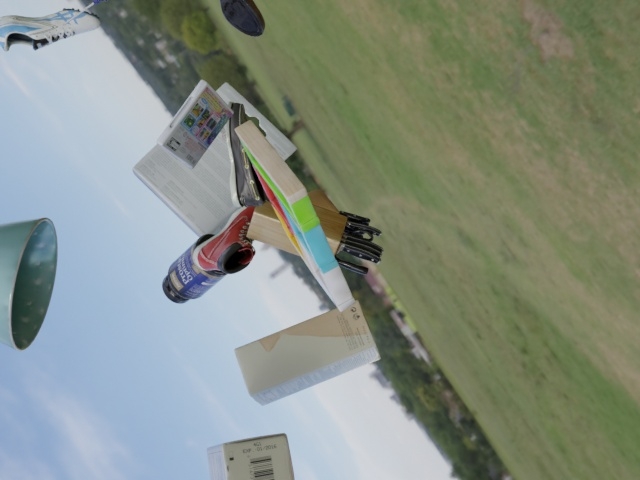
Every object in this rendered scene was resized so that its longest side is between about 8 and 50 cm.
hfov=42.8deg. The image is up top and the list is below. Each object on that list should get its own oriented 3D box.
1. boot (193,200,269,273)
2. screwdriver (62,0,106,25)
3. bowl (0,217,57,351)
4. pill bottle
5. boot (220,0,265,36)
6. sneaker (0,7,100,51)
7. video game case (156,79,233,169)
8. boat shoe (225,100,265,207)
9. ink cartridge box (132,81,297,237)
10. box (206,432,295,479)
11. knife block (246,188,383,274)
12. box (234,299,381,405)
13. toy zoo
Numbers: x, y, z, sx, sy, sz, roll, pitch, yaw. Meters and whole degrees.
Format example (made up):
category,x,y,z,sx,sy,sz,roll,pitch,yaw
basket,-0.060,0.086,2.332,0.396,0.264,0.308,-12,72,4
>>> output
category,x,y,z,sx,sy,sz,roll,pitch,yaw
boot,-0.172,-0.007,1.960,0.176,0.244,0.088,6,133,54
screwdriver,-0.494,-0.500,1.744,0.024,0.169,0.025,62,-159,-8
bowl,-0.732,0.089,1.875,0.311,0.163,0.312,-171,90,-87
pill bottle,-0.332,0.083,2.187,0.122,0.219,0.123,23,-132,-29
boot,-0.183,-0.700,2.135,0.264,0.280,0.096,45,142,-13
sneaker,-0.633,-0.487,1.908,0.085,0.237,0.086,138,120,-75
video game case,-0.234,-0.217,1.550,0.019,0.143,0.157,35,178,17
boat shoe,-0.159,-0.185,1.749,0.081,0.068,0.228,-42,-52,-76
ink cartridge box,-0.306,-0.228,2.397,0.308,0.385,0.091,43,170,9
box,-0.136,0.460,1.581,0.232,0.126,0.149,133,129,-69
knife block,0.000,0.000,1.903,0.242,0.275,0.088,52,141,30
box,-0.027,0.265,1.904,0.148,0.311,0.121,71,178,-67
toy zoo,-0.029,-0.019,1.207,0.192,0.030,0.293,53,171,44
